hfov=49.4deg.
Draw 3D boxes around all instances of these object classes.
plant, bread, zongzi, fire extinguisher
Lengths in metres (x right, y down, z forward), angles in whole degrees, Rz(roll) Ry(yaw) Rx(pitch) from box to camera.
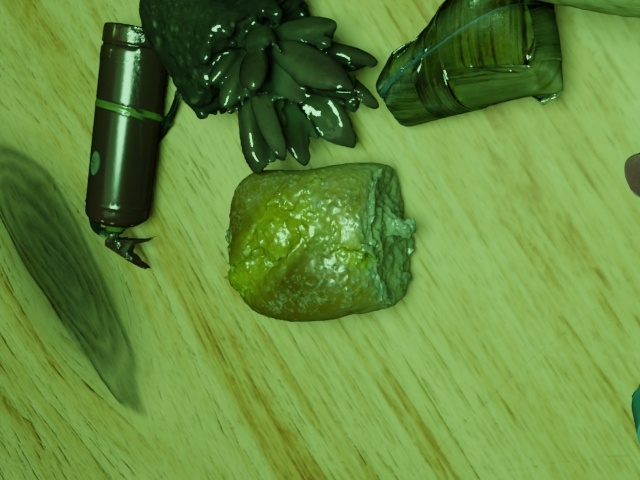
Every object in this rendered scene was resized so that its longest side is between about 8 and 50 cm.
[{"bbox_3d":[-0.077,-0.229,0.877,0.321,0.194,0.182,48,147,18],"label":"plant"},{"bbox_3d":[0.000,0.000,0.892,0.246,0.176,0.196,-4,98,23],"label":"bread"},{"bbox_3d":[0.169,-0.267,0.832,0.220,0.112,0.242,-9,74,36],"label":"zongzi"},{"bbox_3d":[-0.272,-0.133,1.015,0.141,0.105,0.342,12,101,21],"label":"fire extinguisher"}]

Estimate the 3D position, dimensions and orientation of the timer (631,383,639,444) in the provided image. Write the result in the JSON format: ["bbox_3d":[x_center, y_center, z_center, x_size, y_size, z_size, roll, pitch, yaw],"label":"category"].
[{"bbox_3d":[0.509,0.182,0.770,0.249,0.091,0.232,26,107,12],"label":"timer"}]

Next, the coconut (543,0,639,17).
[{"bbox_3d":[0.317,-0.389,0.606,0.415,0.344,0.416,3,100,19],"label":"coconut"}]

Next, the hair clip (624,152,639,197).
[{"bbox_3d":[0.420,-0.090,0.792,0.137,0.022,0.054,-17,96,23],"label":"hair clip"}]
